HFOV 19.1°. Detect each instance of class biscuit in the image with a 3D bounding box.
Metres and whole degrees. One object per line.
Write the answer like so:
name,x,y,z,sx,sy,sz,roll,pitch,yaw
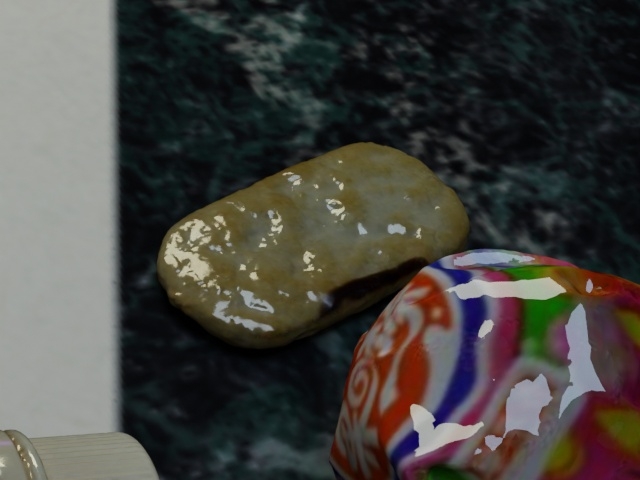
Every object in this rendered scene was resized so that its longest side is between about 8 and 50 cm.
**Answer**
biscuit,0.000,0.000,0.746,0.147,0.018,0.071,-26,59,-38

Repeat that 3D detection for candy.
candy,0.176,0.106,0.668,0.365,0.124,0.124,21,42,-15

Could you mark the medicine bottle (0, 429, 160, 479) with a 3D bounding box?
medicine bottle,-0.166,0.095,0.511,0.252,0.114,0.114,-3,49,-26
